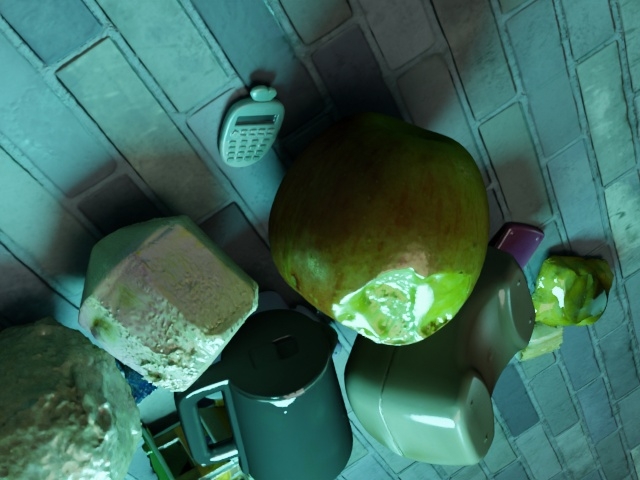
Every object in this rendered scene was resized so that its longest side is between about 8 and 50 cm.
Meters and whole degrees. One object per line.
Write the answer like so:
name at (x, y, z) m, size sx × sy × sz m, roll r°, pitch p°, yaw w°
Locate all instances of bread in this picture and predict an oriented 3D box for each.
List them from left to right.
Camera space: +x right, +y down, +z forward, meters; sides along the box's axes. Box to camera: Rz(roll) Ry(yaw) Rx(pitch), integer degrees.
bread at (0.484, 0.208, 2.348) m, size 0.106 × 0.082 × 0.125 m, roll -13°, pitch 150°, yaw -10°
bread at (0.542, 0.113, 2.244) m, size 0.233 × 0.088 × 0.161 m, roll 5°, pitch 98°, yaw -37°

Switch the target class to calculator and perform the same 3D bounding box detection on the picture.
calculator at (-0.102, -0.168, 1.546) m, size 0.095 × 0.021 × 0.153 m, roll -7°, pitch 136°, yaw -31°
calculator at (0.366, 0.046, 2.120) m, size 0.126 × 0.034 × 0.190 m, roll 10°, pitch 125°, yaw -40°

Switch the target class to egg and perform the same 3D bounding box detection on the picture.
egg at (-0.409, 0.274, 1.572) m, size 0.279 × 0.310 × 0.279 m, roll -21°, pitch 179°, yaw 0°

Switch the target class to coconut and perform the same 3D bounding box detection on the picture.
coconut at (-0.238, 0.083, 1.558) m, size 0.233 × 0.245 × 0.233 m, roll -50°, pitch -179°, yaw 1°

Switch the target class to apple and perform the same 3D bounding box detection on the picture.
apple at (0.095, -0.026, 1.582) m, size 0.339 × 0.340 × 0.340 m, roll -20°, pitch 141°, yaw -17°

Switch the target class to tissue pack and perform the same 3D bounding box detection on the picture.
tissue pack at (0.204, 0.192, 1.893) m, size 0.387 × 0.276 × 0.267 m, roll -64°, pitch 149°, yaw -29°

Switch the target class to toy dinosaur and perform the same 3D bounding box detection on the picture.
toy dinosaur at (-0.266, 0.194, 1.733) m, size 0.363 × 0.147 × 0.076 m, roll -43°, pitch 144°, yaw -1°

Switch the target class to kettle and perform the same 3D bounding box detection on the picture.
kettle at (-0.088, 0.269, 1.779) m, size 0.262 × 0.203 × 0.308 m, roll 3°, pitch 142°, yaw 10°

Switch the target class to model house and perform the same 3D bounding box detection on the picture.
model house at (-0.150, 0.467, 2.044) m, size 0.312 × 0.242 × 0.358 m, roll -24°, pitch 140°, yaw -17°

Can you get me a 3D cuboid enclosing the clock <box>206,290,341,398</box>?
clock at (-0.092, 0.212, 1.921) m, size 0.227 × 0.090 × 0.248 m, roll -45°, pitch 143°, yaw 15°
